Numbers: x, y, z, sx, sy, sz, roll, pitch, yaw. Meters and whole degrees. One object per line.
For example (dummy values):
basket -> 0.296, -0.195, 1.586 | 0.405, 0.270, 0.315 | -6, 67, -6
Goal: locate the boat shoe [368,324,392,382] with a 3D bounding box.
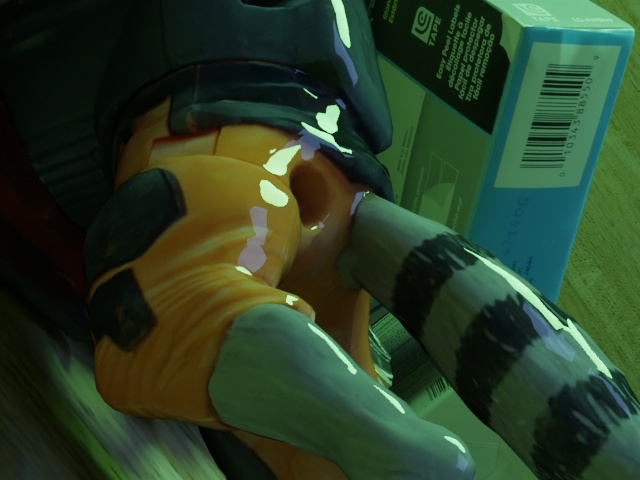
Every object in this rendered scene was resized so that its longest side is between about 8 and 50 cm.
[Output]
boat shoe -> -0.008, 0.007, 1.135 | 0.219, 0.070, 0.078 | 54, 4, -1

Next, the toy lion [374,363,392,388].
toy lion -> -0.002, 0.066, 1.039 | 0.096, 0.034, 0.100 | 47, 3, 8

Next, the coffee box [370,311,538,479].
coffee box -> 0.140, 0.142, 1.393 | 0.168, 0.119, 0.297 | 52, 5, -11

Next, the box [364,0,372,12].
box -> -0.024, -0.256, 1.377 | 0.077, 0.242, 0.307 | 8, 39, -17

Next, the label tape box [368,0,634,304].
label tape box -> 0.081, -0.119, 1.349 | 0.115, 0.249, 0.348 | -4, 29, -31

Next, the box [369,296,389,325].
box -> 0.000, 0.000, 1.532 | 0.145, 0.038, 0.186 | 55, 3, 20

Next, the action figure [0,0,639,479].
action figure -> -0.004, 0.003, 0.527 | 0.341, 0.179, 0.330 | 45, 19, -55
